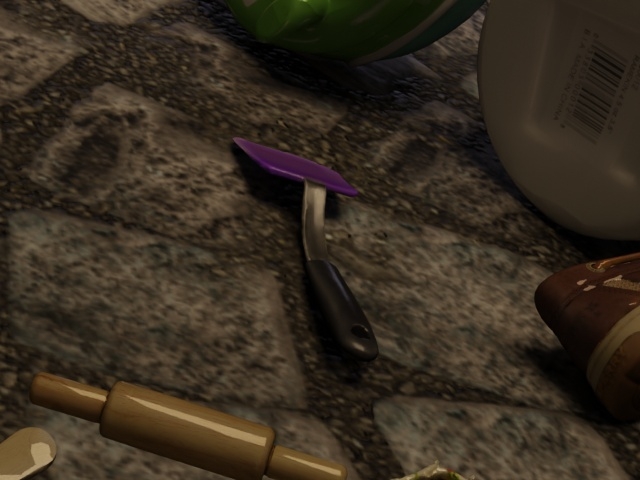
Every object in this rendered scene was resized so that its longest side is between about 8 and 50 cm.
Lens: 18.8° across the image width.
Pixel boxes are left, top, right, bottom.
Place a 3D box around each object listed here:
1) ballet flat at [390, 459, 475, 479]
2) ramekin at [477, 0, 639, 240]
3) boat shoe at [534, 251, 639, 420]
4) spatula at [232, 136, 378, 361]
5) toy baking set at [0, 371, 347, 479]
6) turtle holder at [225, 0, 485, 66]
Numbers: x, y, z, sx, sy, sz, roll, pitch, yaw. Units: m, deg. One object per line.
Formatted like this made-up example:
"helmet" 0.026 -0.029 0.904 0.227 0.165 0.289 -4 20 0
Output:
"ballet flat" 0.004 0.169 0.992 0.091 0.077 0.241 36 30 21
"ramekin" 0.253 -0.130 1.524 0.135 0.277 0.277 -15 46 -42
"boat shoe" 0.285 0.034 1.417 0.342 0.123 0.123 -15 47 -42
"spatula" 0.000 0.000 1.340 0.084 0.030 0.296 16 28 -21
"toy baking set" -0.105 0.149 0.906 0.256 0.030 0.197 21 53 4
"turtle holder" 0.063 -0.292 1.610 0.243 0.320 0.227 41 17 33
